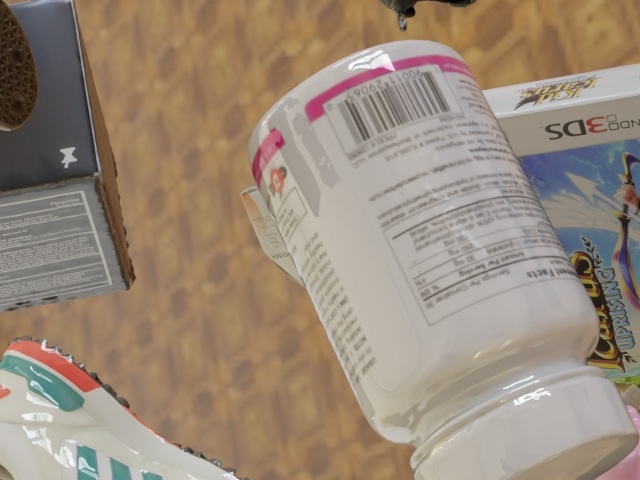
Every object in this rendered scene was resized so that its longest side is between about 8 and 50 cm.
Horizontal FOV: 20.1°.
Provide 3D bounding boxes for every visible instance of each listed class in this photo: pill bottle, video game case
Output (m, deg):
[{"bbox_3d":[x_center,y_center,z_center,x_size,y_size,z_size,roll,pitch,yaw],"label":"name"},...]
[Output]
[{"bbox_3d":[0.077,0.030,1.138,0.283,0.160,0.160,65,148,21],"label":"pill bottle"},{"bbox_3d":[0.271,-0.013,1.474,0.244,0.061,0.270,-8,119,24],"label":"video game case"}]

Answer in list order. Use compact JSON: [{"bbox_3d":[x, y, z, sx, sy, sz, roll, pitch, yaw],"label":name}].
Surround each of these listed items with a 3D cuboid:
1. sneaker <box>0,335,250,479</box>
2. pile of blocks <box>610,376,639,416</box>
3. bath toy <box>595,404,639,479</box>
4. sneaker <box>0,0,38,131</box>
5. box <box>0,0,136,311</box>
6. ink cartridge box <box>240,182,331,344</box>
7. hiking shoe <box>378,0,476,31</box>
[{"bbox_3d":[-0.082,0.110,0.713,0.161,0.075,0.057,35,155,13],"label":"sneaker"},{"bbox_3d":[0.328,0.176,1.679,0.112,0.149,0.362,144,111,-84],"label":"pile of blocks"},{"bbox_3d":[0.214,0.179,1.295,0.348,0.151,0.129,25,124,49],"label":"bath toy"},{"bbox_3d":[-0.253,-0.146,1.144,0.071,0.066,0.188,1,137,44],"label":"sneaker"},{"bbox_3d":[-0.332,-0.057,1.589,0.294,0.296,0.183,94,165,-71],"label":"box"},{"bbox_3d":[0.000,0.000,1.865,0.045,0.145,0.179,-8,109,36],"label":"ink cartridge box"},{"bbox_3d":[0.158,-0.318,2.029,0.114,0.227,0.086,57,170,14],"label":"hiking shoe"}]
